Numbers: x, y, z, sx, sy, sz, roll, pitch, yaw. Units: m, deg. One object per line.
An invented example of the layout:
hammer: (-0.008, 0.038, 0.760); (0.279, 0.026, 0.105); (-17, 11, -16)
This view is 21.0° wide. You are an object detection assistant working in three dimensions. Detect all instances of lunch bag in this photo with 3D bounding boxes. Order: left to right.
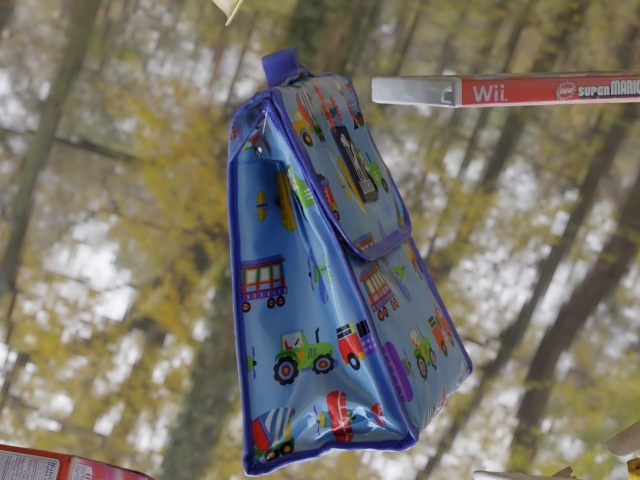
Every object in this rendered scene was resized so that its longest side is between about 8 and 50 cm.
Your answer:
lunch bag: (0.000, 0.000, 1.308); (0.138, 0.293, 0.221); (-13, -174, 17)

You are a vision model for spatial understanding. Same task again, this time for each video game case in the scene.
video game case: (0.208, -0.128, 1.440); (0.285, 0.025, 0.204); (-3, -173, -16)

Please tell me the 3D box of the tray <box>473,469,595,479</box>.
tray: (0.167, 0.117, 0.654); (0.145, 0.030, 0.270); (7, 176, -15)

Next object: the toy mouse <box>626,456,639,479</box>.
toy mouse: (0.226, 0.141, 0.911); (0.143, 0.031, 0.161); (7, -170, 35)

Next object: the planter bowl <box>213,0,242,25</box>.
planter bowl: (-0.041, -0.240, 1.003); (0.090, 0.217, 0.217); (28, -163, -6)

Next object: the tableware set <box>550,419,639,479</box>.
tableware set: (0.199, 0.193, 1.113); (0.128, 0.194, 0.039); (59, -164, 17)

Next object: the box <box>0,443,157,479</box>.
box: (-0.223, 0.282, 1.262); (0.128, 0.257, 0.122); (4, 166, 29)
